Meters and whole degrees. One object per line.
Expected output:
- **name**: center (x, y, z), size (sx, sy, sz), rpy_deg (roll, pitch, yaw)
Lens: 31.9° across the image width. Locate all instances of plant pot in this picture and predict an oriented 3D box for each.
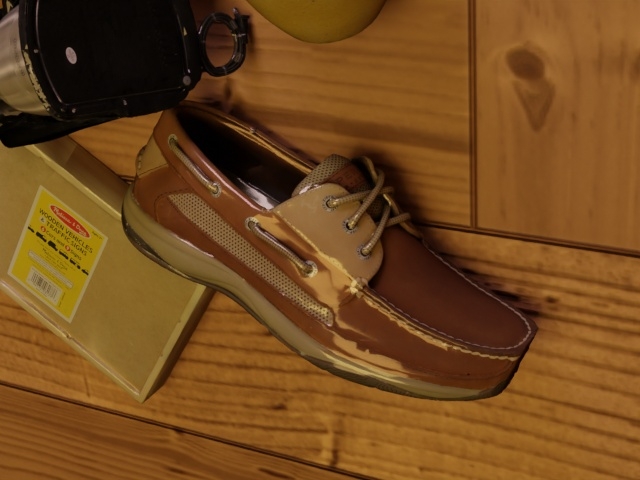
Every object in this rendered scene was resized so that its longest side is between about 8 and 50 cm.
- **plant pot**: center (-0.002, -0.181, 0.703), size (0.134, 0.134, 0.095), rpy_deg (13, 145, 24)

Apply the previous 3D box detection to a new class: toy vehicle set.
- **toy vehicle set**: center (-0.219, 0.003, 0.971), size (0.267, 0.035, 0.166), rpy_deg (38, 127, 7)

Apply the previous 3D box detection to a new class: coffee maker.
- **coffee maker**: center (-0.175, -0.124, 0.816), size (0.178, 0.171, 0.120), rpy_deg (-2, 77, 52)

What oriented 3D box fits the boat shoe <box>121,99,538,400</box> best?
- **boat shoe**: center (0.000, 0.000, 0.792), size (0.324, 0.122, 0.119), rpy_deg (25, 122, 15)
